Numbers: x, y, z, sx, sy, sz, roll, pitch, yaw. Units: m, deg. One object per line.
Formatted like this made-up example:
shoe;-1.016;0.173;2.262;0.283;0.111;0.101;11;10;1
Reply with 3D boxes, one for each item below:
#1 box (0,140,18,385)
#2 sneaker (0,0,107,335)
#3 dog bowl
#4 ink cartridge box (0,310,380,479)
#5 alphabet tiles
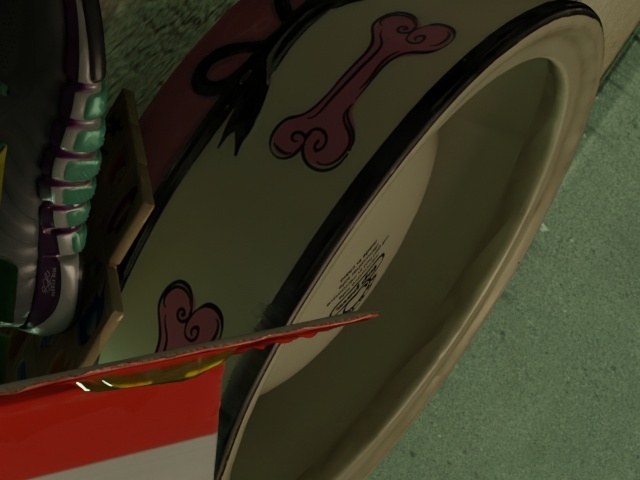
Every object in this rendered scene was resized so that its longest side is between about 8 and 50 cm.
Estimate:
box;-0.162;-0.025;0.553;0.043;0.179;0.105;-52;172;-31
sneaker;-0.155;-0.043;0.841;0.098;0.083;0.223;-4;126;-19
dog bowl;0.000;0.000;1.114;0.408;0.150;0.408;-49;161;-23
ink cartridge box;-0.175;0.113;0.552;0.308;0.091;0.385;-12;174;-22
alphabet tiles;-0.153;0.040;0.982;0.237;0.009;0.198;-56;-153;24
